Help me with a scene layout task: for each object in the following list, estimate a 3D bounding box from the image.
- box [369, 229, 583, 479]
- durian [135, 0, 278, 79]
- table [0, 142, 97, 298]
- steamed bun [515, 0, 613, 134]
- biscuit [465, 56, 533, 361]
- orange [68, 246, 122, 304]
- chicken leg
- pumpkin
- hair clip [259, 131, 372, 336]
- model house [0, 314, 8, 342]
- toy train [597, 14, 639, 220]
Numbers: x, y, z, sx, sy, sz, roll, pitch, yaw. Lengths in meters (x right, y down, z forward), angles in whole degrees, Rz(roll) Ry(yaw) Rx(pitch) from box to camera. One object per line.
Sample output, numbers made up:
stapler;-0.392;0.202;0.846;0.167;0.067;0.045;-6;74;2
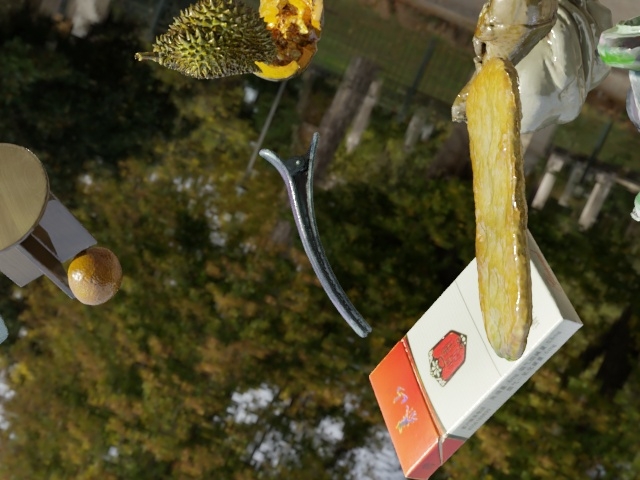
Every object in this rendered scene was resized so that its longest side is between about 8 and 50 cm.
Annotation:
box;0.145;0.112;1.022;0.035;0.245;0.139;19;-145;-33
durian;-0.173;-0.303;1.504;0.208;0.102;0.146;-15;-130;-8
table;-0.414;-0.010;1.447;0.167;0.167;0.227;27;164;22
steamed bun;0.317;-0.247;1.360;0.144;0.211;0.218;5;-160;5
biscuit;0.148;-0.026;0.834;0.029;0.247;0.118;-2;177;-7
orange;-0.314;0.050;1.432;0.085;0.085;0.085;22;-171;-4
chicken leg;0.181;-0.189;1.023;0.069;0.198;0.085;29;-135;9
pumpkin;-0.057;-0.348;1.729;0.119;0.183;0.107;21;176;5
hair clip;0.000;0.000;1.347;0.083;0.275;0.048;-18;179;-11
model house;-0.468;0.098;1.192;0.148;0.148;0.119;36;158;20
toy train;0.337;-0.095;0.691;0.248;0.173;0.307;-15;-166;-1
